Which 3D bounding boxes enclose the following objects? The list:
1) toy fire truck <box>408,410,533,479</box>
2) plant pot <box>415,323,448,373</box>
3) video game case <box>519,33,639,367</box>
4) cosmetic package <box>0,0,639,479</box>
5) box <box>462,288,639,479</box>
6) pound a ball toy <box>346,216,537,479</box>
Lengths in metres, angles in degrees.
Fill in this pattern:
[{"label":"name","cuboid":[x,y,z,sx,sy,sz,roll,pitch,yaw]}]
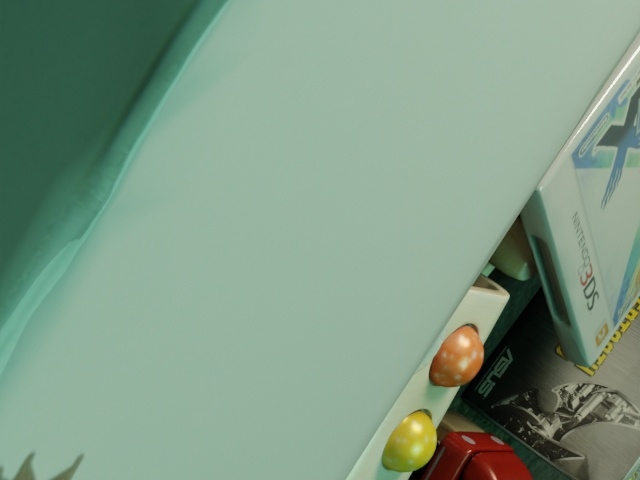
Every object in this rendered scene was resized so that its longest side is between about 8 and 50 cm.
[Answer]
[{"label":"toy fire truck","cuboid":[0.123,0.298,1.483,0.158,0.246,0.217,12,109,-56]},{"label":"plant pot","cuboid":[-0.097,0.007,0.936,0.196,0.293,0.293,-41,157,30]},{"label":"video game case","cuboid":[0.286,-0.089,1.415,0.329,0.036,0.300,-53,148,-17]},{"label":"cosmetic package","cuboid":[-0.130,-0.117,0.583,0.329,0.393,0.327,-57,160,4]},{"label":"box","cuboid":[0.276,0.115,1.579,0.231,0.183,0.056,-53,148,-3]},{"label":"pound a ball toy","cuboid":[0.070,0.121,1.358,0.208,0.135,0.319,13,109,-56]}]
